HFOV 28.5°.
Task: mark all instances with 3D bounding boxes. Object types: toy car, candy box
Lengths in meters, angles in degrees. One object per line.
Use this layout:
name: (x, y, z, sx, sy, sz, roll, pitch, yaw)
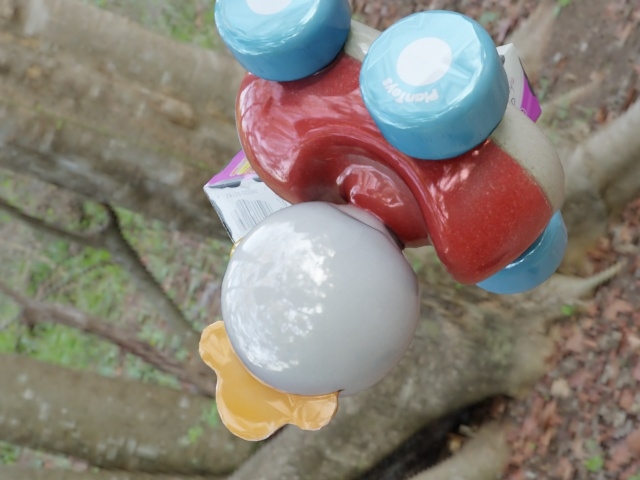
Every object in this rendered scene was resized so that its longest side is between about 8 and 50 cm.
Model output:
toy car: (0.000, 0.000, 0.732, 0.238, 0.210, 0.219, -53, -31, -10)
candy box: (0.042, -0.073, 1.025, 0.233, 0.071, 0.159, -8, 31, 39)
